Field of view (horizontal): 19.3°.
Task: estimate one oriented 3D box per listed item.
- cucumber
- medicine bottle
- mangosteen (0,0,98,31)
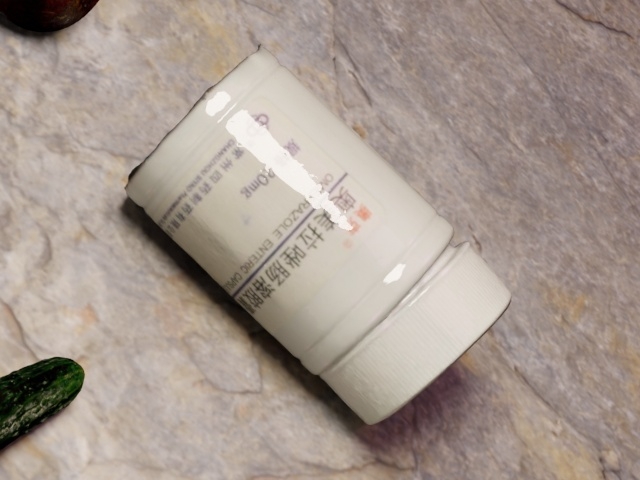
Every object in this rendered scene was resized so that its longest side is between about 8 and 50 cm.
[{"bbox_3d":[-0.259,0.143,1.504,0.214,0.052,0.058,-35,103,-50],"label":"cucumber"},{"bbox_3d":[0.000,0.000,1.733,0.332,0.190,0.190,44,40,-1],"label":"medicine bottle"},{"bbox_3d":[-0.271,-0.265,1.792,0.140,0.140,0.140,22,45,-25],"label":"mangosteen"}]
